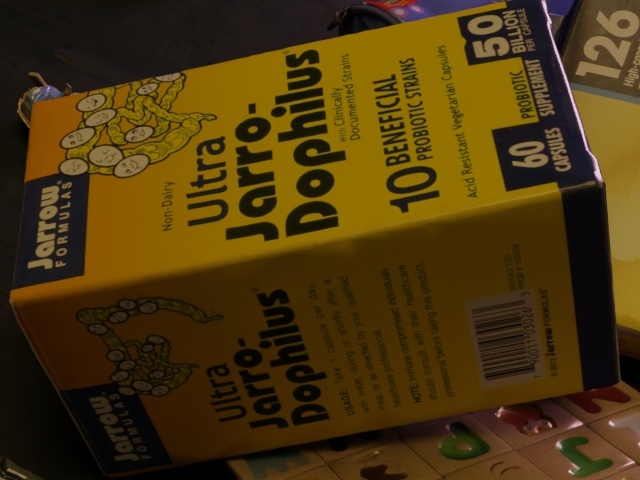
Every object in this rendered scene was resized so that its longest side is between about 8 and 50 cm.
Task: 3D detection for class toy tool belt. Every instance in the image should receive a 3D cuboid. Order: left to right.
[{"bbox_3d":[-0.215,-0.104,1.136,0.083,0.051,0.052,35,49,19],"label":"toy tool belt"}]

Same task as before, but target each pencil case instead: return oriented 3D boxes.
[{"bbox_3d":[0.148,-0.208,1.276,0.306,0.119,0.133,-29,21,-33],"label":"pencil case"}]

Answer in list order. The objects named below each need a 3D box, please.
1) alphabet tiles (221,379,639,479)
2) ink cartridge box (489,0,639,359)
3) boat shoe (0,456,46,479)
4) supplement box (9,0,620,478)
[{"bbox_3d":[0.105,0.149,0.892,0.285,0.011,0.342,-15,26,-23],"label":"alphabet tiles"},{"bbox_3d":[0.234,-0.061,1.066,0.307,0.072,0.303,16,65,15],"label":"ink cartridge box"},{"bbox_3d":[-0.256,0.172,0.861,0.183,0.065,0.083,19,44,-4],"label":"boat shoe"},{"bbox_3d":[0.000,0.000,0.906,0.356,0.195,0.194,-12,45,5],"label":"supplement box"}]
